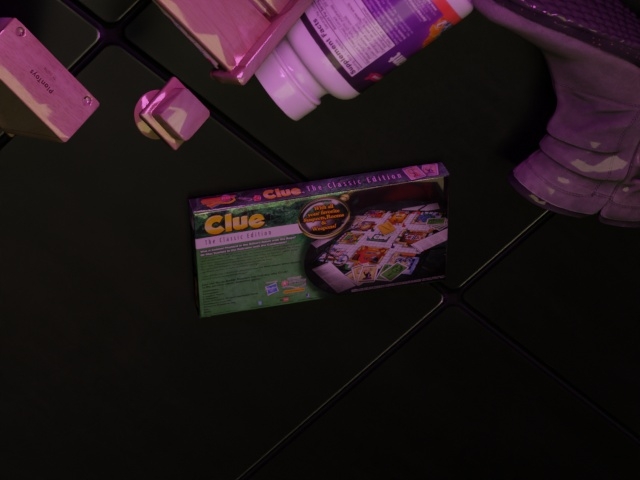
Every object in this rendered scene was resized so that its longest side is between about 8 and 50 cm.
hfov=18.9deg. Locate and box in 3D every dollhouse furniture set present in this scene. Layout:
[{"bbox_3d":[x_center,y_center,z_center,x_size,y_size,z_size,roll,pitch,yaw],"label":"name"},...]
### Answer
[{"bbox_3d":[-0.181,-0.264,1.667,0.303,0.174,0.355,45,75,-24],"label":"dollhouse furniture set"}]

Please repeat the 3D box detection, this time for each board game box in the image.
[{"bbox_3d":[0.000,0.000,1.923,0.260,0.030,0.136,-8,130,-11],"label":"board game box"}]

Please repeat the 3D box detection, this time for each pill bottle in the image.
[{"bbox_3d":[0.032,-0.195,1.735,0.193,0.108,0.108,-35,127,11],"label":"pill bottle"}]

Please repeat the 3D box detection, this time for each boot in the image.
[{"bbox_3d":[0.243,-0.127,1.850,0.338,0.118,0.222,22,123,-24],"label":"boot"}]
